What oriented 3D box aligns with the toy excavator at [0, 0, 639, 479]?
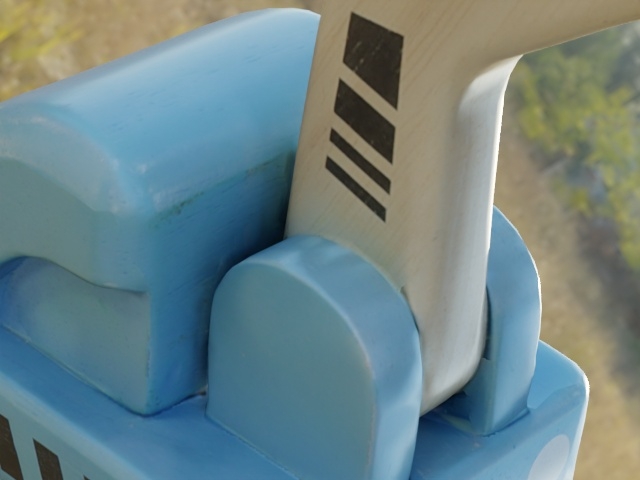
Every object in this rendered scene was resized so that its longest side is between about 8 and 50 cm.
[{"bbox_3d":[0.000,0.000,0.654,0.433,0.222,0.445,29,-49,34],"label":"toy excavator"}]
